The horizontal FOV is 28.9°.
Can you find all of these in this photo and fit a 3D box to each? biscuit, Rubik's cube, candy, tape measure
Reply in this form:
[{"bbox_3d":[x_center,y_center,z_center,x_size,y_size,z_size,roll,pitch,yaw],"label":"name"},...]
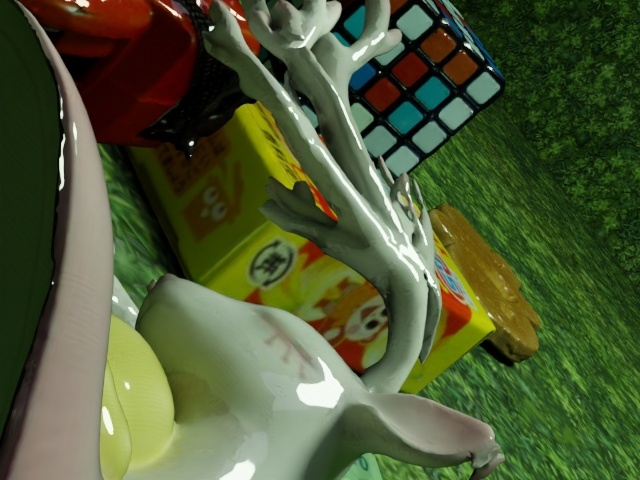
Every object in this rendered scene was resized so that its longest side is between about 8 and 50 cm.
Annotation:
[{"bbox_3d":[0.167,0.048,1.307,0.184,0.035,0.249,44,16,-17],"label":"biscuit"},{"bbox_3d":[0.043,-0.184,1.224,0.182,0.187,0.184,41,16,-30],"label":"Rubik's cube"},{"bbox_3d":[0.000,0.000,0.845,0.276,0.088,0.146,33,21,-50],"label":"candy"},{"bbox_3d":[-0.168,-0.172,0.645,0.260,0.114,0.253,1,56,-56],"label":"tape measure"}]

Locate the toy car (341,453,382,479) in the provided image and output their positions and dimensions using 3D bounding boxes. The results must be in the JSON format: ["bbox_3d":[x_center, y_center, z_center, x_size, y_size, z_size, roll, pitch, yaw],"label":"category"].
[{"bbox_3d":[-0.004,0.110,0.624,0.093,0.058,0.186,37,20,-35],"label":"toy car"}]

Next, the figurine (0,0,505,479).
[{"bbox_3d":[-0.058,0.008,0.467,0.315,0.206,0.284,30,34,-60],"label":"figurine"}]
